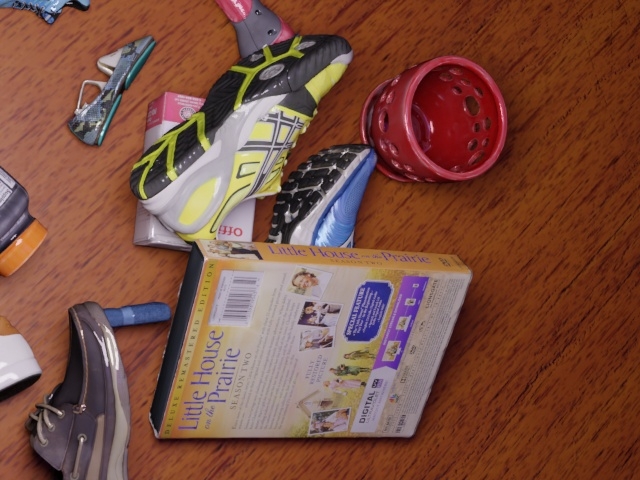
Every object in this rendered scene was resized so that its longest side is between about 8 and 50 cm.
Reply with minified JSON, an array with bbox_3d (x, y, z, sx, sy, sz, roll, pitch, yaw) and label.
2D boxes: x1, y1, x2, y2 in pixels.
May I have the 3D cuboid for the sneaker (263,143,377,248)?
[{"bbox_3d":[0.000,0.000,1.989,0.147,0.130,0.330,38,74,-33],"label":"sneaker"}]

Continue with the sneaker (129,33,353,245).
[{"bbox_3d":[-0.095,-0.148,1.849,0.385,0.145,0.147,-42,121,-17],"label":"sneaker"}]

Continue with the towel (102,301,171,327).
[{"bbox_3d":[-0.275,0.106,1.863,0.119,0.067,0.029,-5,90,-25],"label":"towel"}]

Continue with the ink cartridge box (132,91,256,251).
[{"bbox_3d":[-0.177,-0.090,1.913,0.159,0.092,0.217,9,80,-25],"label":"ink cartridge box"}]

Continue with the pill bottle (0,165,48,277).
[{"bbox_3d":[-0.480,-0.061,1.745,0.246,0.130,0.130,45,69,-16],"label":"pill bottle"}]

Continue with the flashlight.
[{"bbox_3d":[-0.137,-0.362,1.949,0.103,0.103,0.304,-45,106,-27],"label":"flashlight"}]

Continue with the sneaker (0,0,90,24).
[{"bbox_3d":[-0.394,-0.339,1.847,0.162,0.063,0.073,-15,95,-26],"label":"sneaker"}]

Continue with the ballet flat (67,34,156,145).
[{"bbox_3d":[-0.303,-0.226,1.883,0.070,0.070,0.188,33,70,-20],"label":"ballet flat"}]

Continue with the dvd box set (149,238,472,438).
[{"bbox_3d":[-0.014,0.151,1.903,0.420,0.062,0.307,3,119,-25],"label":"dvd box set"}]

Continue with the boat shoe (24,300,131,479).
[{"bbox_3d":[-0.327,0.261,1.770,0.130,0.132,0.355,-5,98,-19],"label":"boat shoe"}]

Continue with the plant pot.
[{"bbox_3d":[0.163,-0.177,2.032,0.191,0.174,0.191,3,83,-31],"label":"plant pot"}]

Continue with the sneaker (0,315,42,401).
[{"bbox_3d":[-0.524,0.190,1.733,0.290,0.106,0.123,-24,79,-28],"label":"sneaker"}]
